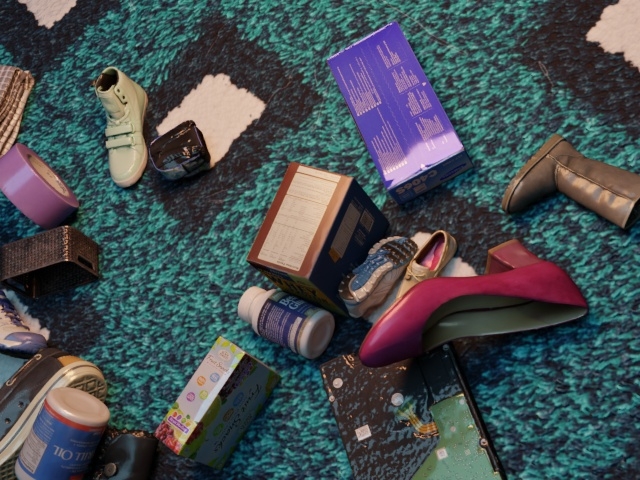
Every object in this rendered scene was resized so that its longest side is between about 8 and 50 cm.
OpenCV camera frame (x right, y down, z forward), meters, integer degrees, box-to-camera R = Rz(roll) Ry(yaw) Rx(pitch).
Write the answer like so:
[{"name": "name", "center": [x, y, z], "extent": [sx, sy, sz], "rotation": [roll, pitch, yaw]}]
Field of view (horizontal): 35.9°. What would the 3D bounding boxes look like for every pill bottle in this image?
[{"name": "pill bottle", "center": [-0.067, 0.145, 1.823], "extent": [0.169, 0.094, 0.094], "rotation": [22, 77, 30]}, {"name": "pill bottle", "center": [-0.485, 0.393, 1.817], "extent": [0.124, 0.124, 0.221], "rotation": [32, 101, 32]}]

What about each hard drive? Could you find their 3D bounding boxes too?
[{"name": "hard drive", "center": [0.155, 0.320, 1.664], "extent": [0.237, 0.064, 0.338], "rotation": [-27, 59, 11]}]

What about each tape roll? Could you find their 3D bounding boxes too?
[{"name": "tape roll", "center": [-0.615, -0.115, 2.130], "extent": [0.080, 0.189, 0.189], "rotation": [-42, 58, 2]}]

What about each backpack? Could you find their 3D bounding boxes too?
[{"name": "backpack", "center": [-0.293, -0.180, 2.077], "extent": [0.114, 0.084, 0.105], "rotation": [-27, 59, 5]}]

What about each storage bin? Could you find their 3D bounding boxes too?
[{"name": "storage bin", "center": [-0.568, 0.048, 2.073], "extent": [0.180, 0.122, 0.084], "rotation": [-16, 62, 17]}]

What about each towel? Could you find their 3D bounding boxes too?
[{"name": "towel", "center": [-0.830, -0.299, 2.349], "extent": [0.235, 0.121, 0.283], "rotation": [7, 70, 25]}]

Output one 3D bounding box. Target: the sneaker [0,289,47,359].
[{"name": "sneaker", "center": [-0.686, 0.165, 2.080], "extent": [0.297, 0.112, 0.131], "rotation": [11, 72, 27]}]

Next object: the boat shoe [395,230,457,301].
[{"name": "boat shoe", "center": [0.181, 0.053, 1.776], "extent": [0.063, 0.059, 0.170], "rotation": [26, 80, 31]}]

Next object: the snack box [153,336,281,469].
[{"name": "snack box", "center": [-0.178, 0.292, 1.759], "extent": [0.070, 0.174, 0.207], "rotation": [31, 81, 28]}]

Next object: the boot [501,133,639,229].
[{"name": "boot", "center": [0.446, -0.076, 1.719], "extent": [0.208, 0.076, 0.189], "rotation": [39, 89, 25]}]

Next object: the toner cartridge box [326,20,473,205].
[{"name": "toner cartridge box", "center": [0.149, -0.251, 1.920], "extent": [0.165, 0.075, 0.347], "rotation": [-28, 59, 11]}]

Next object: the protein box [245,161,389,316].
[{"name": "protein box", "center": [0.000, 0.000, 1.797], "extent": [0.136, 0.200, 0.201], "rotation": [17, 75, 29]}]

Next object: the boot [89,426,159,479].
[{"name": "boot", "center": [-0.337, 0.452, 1.803], "extent": [0.247, 0.094, 0.207], "rotation": [7, 74, 33]}]

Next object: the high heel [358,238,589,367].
[{"name": "high heel", "center": [0.251, 0.134, 1.609], "extent": [0.377, 0.127, 0.181], "rotation": [-32, 51, -18]}]

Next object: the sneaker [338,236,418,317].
[{"name": "sneaker", "center": [0.106, 0.068, 1.801], "extent": [0.191, 0.083, 0.071], "rotation": [-39, 51, -25]}]

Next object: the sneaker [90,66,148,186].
[{"name": "sneaker", "center": [-0.446, -0.250, 2.138], "extent": [0.094, 0.151, 0.255], "rotation": [-10, 65, 18]}]

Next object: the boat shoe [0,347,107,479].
[{"name": "boat shoe", "center": [-0.625, 0.413, 1.906], "extent": [0.156, 0.187, 0.500], "rotation": [33, 78, 37]}]
